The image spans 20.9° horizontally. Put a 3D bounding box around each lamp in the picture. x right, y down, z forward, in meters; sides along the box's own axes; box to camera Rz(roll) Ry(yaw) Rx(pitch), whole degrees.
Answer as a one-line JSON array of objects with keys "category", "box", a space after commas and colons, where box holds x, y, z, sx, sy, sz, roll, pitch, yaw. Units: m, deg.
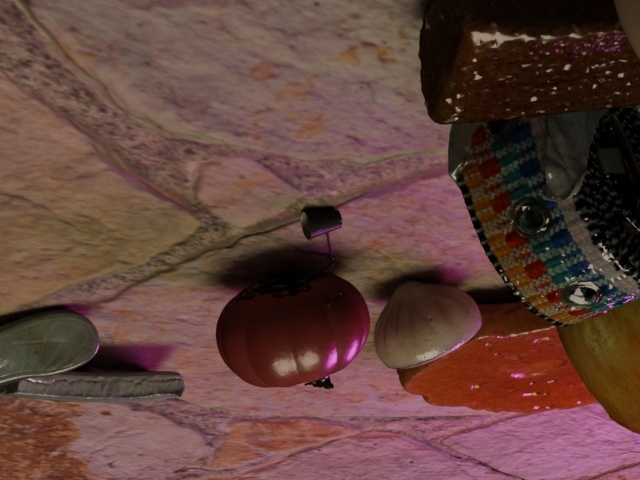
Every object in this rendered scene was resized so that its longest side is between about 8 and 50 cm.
[{"category": "lamp", "box": [0.001, -0.001, 1.941, 0.054, 0.041, 0.121, -13, 155, -18]}, {"category": "lamp", "box": [-0.030, 0.111, 2.016, 0.182, 0.140, 0.182, -11, -169, 2]}]

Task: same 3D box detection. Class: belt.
[{"category": "belt", "box": [0.231, -0.054, 1.647, 0.150, 0.257, 0.207, -26, 175, 35]}]

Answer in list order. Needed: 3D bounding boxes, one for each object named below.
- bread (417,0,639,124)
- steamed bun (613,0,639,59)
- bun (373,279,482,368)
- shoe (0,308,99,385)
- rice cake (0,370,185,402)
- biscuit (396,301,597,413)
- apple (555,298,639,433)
[{"category": "bread", "box": [0.295, -0.194, 1.513, 0.417, 0.113, 0.165, -6, 158, -14]}, {"category": "steamed bun", "box": [0.367, -0.200, 1.261, 0.324, 0.324, 0.206, -7, 145, -8]}, {"category": "bun", "box": [0.124, 0.092, 2.140, 0.138, 0.094, 0.138, -22, -169, 5]}, {"category": "shoe", "box": [-0.361, 0.127, 2.060, 0.195, 0.079, 0.078, -19, -163, -5]}, {"category": "rice cake", "box": [-0.295, 0.183, 2.192, 0.237, 0.043, 0.127, 5, 175, -28]}, {"category": "biscuit", "box": [0.302, 0.156, 2.384, 0.350, 0.078, 0.455, -26, 154, 26]}, {"category": "apple", "box": [0.404, 0.032, 1.839, 0.340, 0.339, 0.339, -9, 157, -4]}]
